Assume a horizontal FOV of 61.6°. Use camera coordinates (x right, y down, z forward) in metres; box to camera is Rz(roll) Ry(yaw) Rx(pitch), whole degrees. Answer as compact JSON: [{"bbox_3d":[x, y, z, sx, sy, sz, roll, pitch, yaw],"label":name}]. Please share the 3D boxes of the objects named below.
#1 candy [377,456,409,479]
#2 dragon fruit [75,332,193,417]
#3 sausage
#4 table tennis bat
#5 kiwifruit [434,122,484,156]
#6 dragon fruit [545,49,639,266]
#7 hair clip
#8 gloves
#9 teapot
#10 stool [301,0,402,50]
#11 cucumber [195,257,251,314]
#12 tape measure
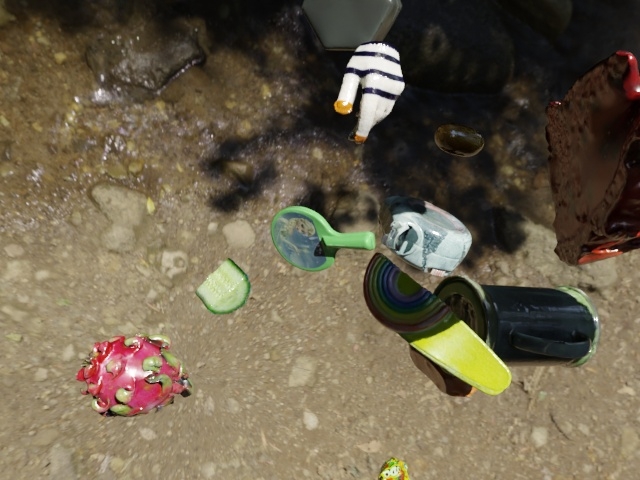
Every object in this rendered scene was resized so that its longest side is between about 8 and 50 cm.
[{"bbox_3d":[0.162,0.594,1.259,0.073,0.262,0.077,13,43,11],"label":"candy"},{"bbox_3d":[-0.426,0.317,1.250,0.198,0.273,0.219,25,70,13],"label":"dragon fruit"},{"bbox_3d":[0.352,0.343,1.540,0.133,0.258,0.133,-12,118,-23],"label":"sausage"},{"bbox_3d":[0.000,0.000,1.157,0.039,0.256,0.161,-47,130,-48],"label":"table tennis bat"},{"bbox_3d":[0.323,-0.234,1.252,0.124,0.075,0.075,14,73,-24],"label":"kiwifruit"},{"bbox_3d":[0.207,-0.064,0.315,0.092,0.192,0.123,-3,72,5],"label":"dragon fruit"},{"bbox_3d":[0.109,0.087,0.549,0.188,0.033,0.060,40,96,25],"label":"hair clip"},{"bbox_3d":[0.119,-0.332,1.231,0.131,0.140,0.219,0,83,29],"label":"gloves"},{"bbox_3d":[0.429,0.184,1.112,0.336,0.270,0.201,4,94,-23],"label":"teapot"},{"bbox_3d":[0.080,-0.588,1.344,0.232,0.232,0.141,44,30,0],"label":"stool"},{"bbox_3d":[-0.219,0.113,1.237,0.116,0.115,0.062,-43,124,-11],"label":"cucumber"},{"bbox_3d":[0.286,-0.016,1.532,0.274,0.256,0.147,21,113,-13],"label":"tape measure"}]
